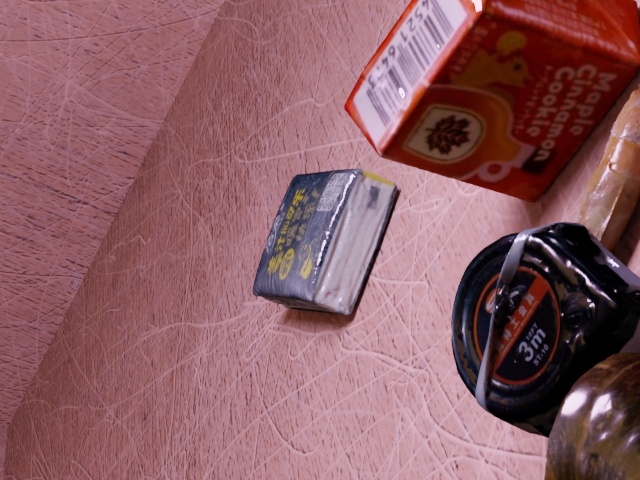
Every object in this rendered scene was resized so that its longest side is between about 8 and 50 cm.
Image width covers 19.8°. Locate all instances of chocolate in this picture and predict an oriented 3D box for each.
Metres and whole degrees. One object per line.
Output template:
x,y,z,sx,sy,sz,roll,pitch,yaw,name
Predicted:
0.183,-0.164,1.875,0.237,0.234,0.108,-55,34,32,chocolate

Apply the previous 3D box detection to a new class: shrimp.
0.263,-0.035,1.756,0.133,0.053,0.236,179,112,-76,shrimp

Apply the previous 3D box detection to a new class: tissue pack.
0.000,0.000,2.448,0.185,0.081,0.257,-69,17,-7,tissue pack

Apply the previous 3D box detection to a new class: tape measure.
0.206,0.077,1.649,0.181,0.107,0.182,55,127,39,tape measure

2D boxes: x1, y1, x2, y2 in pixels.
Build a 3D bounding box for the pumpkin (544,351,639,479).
0.234,0.244,1.286,0.139,0.222,0.317,9,76,44,pumpkin
